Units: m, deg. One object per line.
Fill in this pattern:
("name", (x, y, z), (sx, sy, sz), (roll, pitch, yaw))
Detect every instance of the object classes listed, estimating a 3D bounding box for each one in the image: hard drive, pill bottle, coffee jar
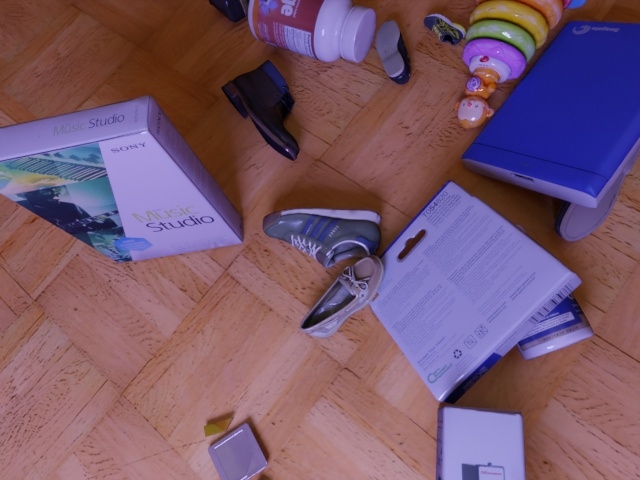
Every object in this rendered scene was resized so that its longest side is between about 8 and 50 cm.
("hard drive", (0.397, -0.210, 0.702), (0.210, 0.040, 0.319), (30, 76, 43))
("pill bottle", (-0.014, -0.403, 0.843), (0.216, 0.121, 0.121), (24, 75, 17))
("pill bottle", (0.284, 0.067, 0.627), (0.094, 0.094, 0.169), (-21, 68, 2))
("coffee jar", (-0.144, -0.534, 0.938), (0.184, 0.079, 0.096), (-43, 68, -7))

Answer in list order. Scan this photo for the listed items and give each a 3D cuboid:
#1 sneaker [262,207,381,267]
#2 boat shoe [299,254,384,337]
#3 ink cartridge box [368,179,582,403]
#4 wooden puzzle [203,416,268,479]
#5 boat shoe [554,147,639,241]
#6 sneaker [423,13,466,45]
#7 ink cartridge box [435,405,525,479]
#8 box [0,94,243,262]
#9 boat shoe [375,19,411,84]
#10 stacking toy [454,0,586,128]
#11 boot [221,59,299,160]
("sneaker", (0.000, 0.000, 0.718), (0.192, 0.064, 0.086), (-1, 65, 6))
("boat shoe", (0.032, 0.081, 0.670), (0.153, 0.048, 0.056), (-46, 56, 11))
("ink cartridge box", (0.178, 0.059, 0.620), (0.223, 0.045, 0.224), (-49, 44, 13))
("wooden puzzle", (-0.118, 0.307, 0.653), (0.078, 0.014, 0.116), (-28, 67, 3))
("boat shoe", (0.407, -0.088, 0.695), (0.206, 0.075, 0.065), (-55, 28, -6))
("sneaker", (0.225, -0.388, 0.843), (0.083, 0.031, 0.035), (31, 78, 19))
("ink cartridge box", (0.178, 0.302, 0.528), (0.086, 0.153, 0.209), (3, 69, 12))
("box", (-0.270, -0.060, 0.650), (0.232, 0.322, 0.059), (-10, 65, 7))
("boat shoe", (0.134, -0.345, 0.840), (0.048, 0.042, 0.133), (-21, 64, 29))
("stacking toy", (0.299, -0.329, 0.761), (0.175, 0.165, 0.302), (25, 92, 33))
("boot", (-0.081, -0.240, 0.815), (0.106, 0.082, 0.219), (-40, 66, -3))
